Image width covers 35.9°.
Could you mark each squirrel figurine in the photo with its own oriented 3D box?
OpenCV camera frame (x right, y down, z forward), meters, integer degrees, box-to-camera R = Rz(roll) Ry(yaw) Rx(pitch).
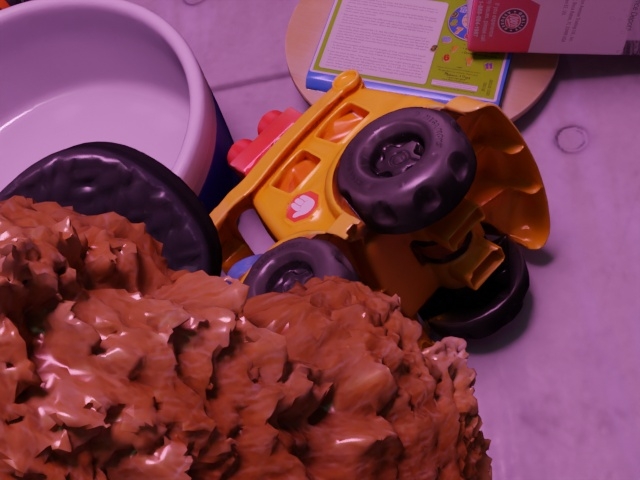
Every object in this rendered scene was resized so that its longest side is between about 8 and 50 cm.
[{"bbox_3d":[-0.080,0.193,0.397,0.370,0.281,0.397,35,99,1],"label":"squirrel figurine"}]

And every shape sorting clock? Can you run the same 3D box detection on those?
[{"bbox_3d":[0.076,-0.151,0.749,0.206,0.040,0.206,-3,60,5],"label":"shape sorting clock"}]

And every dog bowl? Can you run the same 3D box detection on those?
[{"bbox_3d":[-0.195,-0.046,0.718,0.265,0.104,0.265,-7,58,11],"label":"dog bowl"}]

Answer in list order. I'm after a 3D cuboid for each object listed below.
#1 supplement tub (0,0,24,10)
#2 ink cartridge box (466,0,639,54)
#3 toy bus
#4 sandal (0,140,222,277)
[{"bbox_3d":[-0.308,-0.209,0.845,0.106,0.106,0.198,-9,58,9],"label":"supplement tub"},{"bbox_3d":[0.214,-0.205,0.655,0.218,0.158,0.092,3,60,3],"label":"ink cartridge box"},{"bbox_3d":[0.000,0.000,0.628,0.220,0.149,0.211,-48,47,-13],"label":"toy bus"},{"bbox_3d":[-0.230,0.122,0.599,0.446,0.107,0.167,-40,95,9],"label":"sandal"}]
